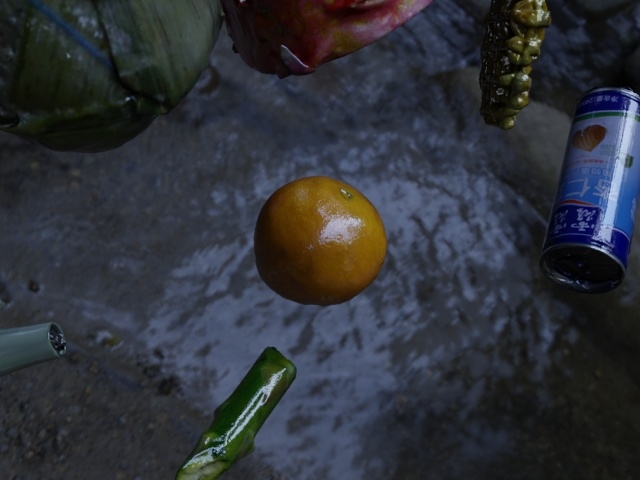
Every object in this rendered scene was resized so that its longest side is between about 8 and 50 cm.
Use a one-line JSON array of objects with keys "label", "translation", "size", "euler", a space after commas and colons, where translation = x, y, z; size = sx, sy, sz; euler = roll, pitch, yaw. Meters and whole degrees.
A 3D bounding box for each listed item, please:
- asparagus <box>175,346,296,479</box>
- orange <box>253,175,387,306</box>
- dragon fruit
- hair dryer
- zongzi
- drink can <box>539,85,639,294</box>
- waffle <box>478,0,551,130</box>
[{"label": "asparagus", "translation": [-0.124, 0.275, 1.640], "size": [0.085, 0.082, 0.343], "euler": [6, 30, 23]}, {"label": "orange", "translation": [0.000, 0.000, 2.029], "size": [0.261, 0.261, 0.261], "euler": [15, 54, -21]}, {"label": "dragon fruit", "translation": [-0.008, -0.415, 1.483], "size": [0.249, 0.371, 0.386], "euler": [59, 35, -32]}, {"label": "hair dryer", "translation": [-0.495, 0.149, 1.609], "size": [0.298, 0.296, 0.118], "euler": [-45, 124, -54]}, {"label": "zongzi", "translation": [-0.162, -0.246, 0.515], "size": [0.323, 0.360, 0.160], "euler": [25, 24, -6]}, {"label": "drink can", "translation": [0.315, -0.061, 1.194], "size": [0.097, 0.097, 0.235], "euler": [29, 57, -11]}, {"label": "waffle", "translation": [0.168, -0.191, 0.911], "size": [0.038, 0.191, 0.191], "euler": [8, 54, 1]}]
